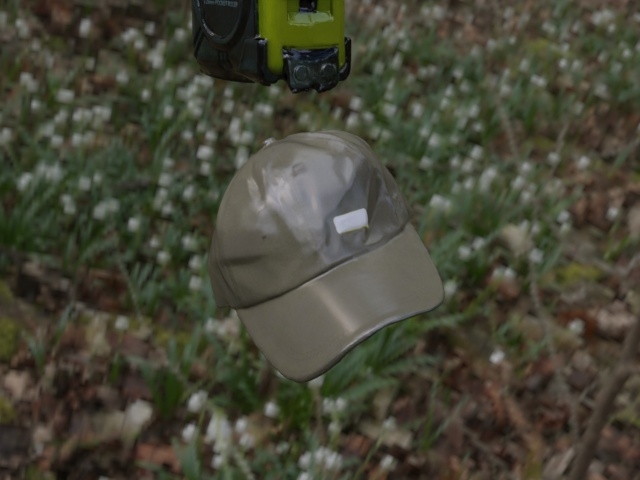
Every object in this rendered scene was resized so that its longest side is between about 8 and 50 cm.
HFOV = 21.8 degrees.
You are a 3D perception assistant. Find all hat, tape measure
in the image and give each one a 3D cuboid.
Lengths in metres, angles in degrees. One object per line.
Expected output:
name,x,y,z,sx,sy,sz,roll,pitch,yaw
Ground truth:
hat,0.000,0.000,1.185,0.166,0.173,0.144,-29,102,-7
tape measure,-0.043,-0.232,1.512,0.112,0.186,0.199,-9,14,-29
